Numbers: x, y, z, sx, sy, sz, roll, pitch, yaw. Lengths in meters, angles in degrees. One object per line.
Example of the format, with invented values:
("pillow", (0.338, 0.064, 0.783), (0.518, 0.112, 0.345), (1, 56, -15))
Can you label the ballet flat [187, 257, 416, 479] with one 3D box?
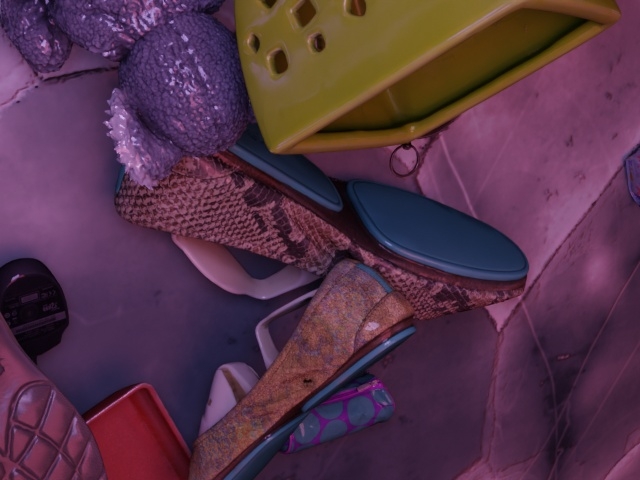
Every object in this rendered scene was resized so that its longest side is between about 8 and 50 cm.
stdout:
("ballet flat", (-0.046, 0.147, 1.058), (0.123, 0.123, 0.348), (21, 125, -38))

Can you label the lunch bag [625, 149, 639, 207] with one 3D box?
("lunch bag", (0.459, -0.090, 1.404), (0.071, 0.053, 0.083), (-34, 134, -16))

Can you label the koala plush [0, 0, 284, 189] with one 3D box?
("koala plush", (-0.129, -0.162, 0.834), (0.196, 0.203, 0.221), (-24, 84, -21))

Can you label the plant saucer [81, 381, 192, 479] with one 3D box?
("plant saucer", (-0.250, 0.291, 1.084), (0.258, 0.047, 0.259), (-35, 133, -17))

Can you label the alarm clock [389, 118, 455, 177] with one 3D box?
("alarm clock", (0.098, -0.161, 1.124), (0.129, 0.064, 0.192), (-7, 111, -32))

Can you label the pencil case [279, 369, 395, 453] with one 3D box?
("pencil case", (0.010, 0.203, 1.223), (0.151, 0.064, 0.070), (-14, 133, -29))

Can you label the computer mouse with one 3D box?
("computer mouse", (-0.284, 0.120, 1.014), (0.071, 0.041, 0.242), (-16, 125, -32))

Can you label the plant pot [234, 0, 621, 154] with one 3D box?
("plant pot", (0.059, -0.207, 0.783), (0.227, 0.228, 0.207), (-14, 76, -58))

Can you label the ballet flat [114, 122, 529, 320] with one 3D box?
("ballet flat", (0.000, 0.000, 1.093), (0.482, 0.164, 0.182), (22, 119, -32))

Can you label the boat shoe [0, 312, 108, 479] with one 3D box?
("boat shoe", (-0.300, 0.151, 0.926), (0.132, 0.130, 0.356), (-29, 108, -25))
